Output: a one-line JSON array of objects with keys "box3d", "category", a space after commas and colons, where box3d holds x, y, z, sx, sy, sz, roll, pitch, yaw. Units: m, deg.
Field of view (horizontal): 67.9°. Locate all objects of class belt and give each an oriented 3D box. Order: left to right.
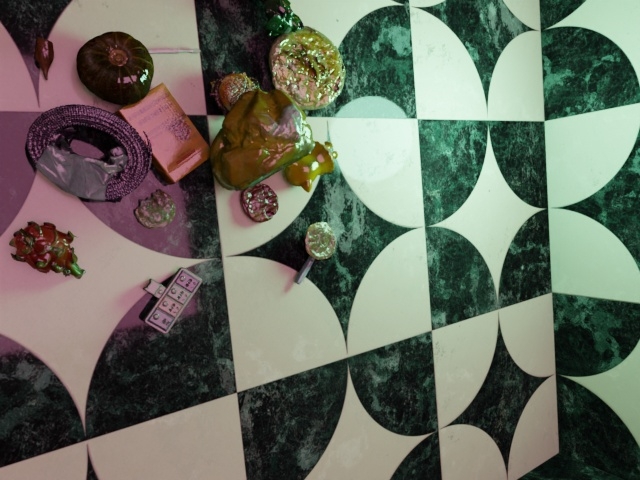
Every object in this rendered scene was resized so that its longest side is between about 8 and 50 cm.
[{"box3d": [-0.663, -0.255, 1.376, 0.325, 0.122, 0.260, 20, 96, -25], "category": "belt"}]

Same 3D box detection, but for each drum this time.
[{"box3d": [-0.037, 0.044, 1.859, 0.253, 0.049, 0.130, -45, 114, -24], "category": "drum"}]

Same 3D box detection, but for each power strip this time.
[{"box3d": [-0.509, 0.180, 1.562, 0.145, 0.061, 0.215, 39, 71, -21], "category": "power strip"}]

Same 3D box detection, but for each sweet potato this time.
[{"box3d": [-0.786, -0.518, 1.357, 0.050, 0.049, 0.116, -4, 101, -33], "category": "sweet potato"}]

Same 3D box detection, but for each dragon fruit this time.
[{"box3d": [-0.758, 0.031, 1.357, 0.236, 0.135, 0.137, 38, 72, -50], "category": "dragon fruit"}]

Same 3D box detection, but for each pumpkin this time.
[{"box3d": [-0.605, -0.511, 1.416, 0.219, 0.162, 0.218, 3, 77, -11], "category": "pumpkin"}]

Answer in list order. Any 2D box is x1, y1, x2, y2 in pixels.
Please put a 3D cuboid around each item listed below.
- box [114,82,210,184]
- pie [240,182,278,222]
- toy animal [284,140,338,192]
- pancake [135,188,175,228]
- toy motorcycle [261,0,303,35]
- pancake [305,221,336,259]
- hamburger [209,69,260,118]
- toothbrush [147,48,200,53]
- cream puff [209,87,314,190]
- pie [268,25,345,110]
[{"box3d": [-0.499, -0.340, 1.532, 0.174, 0.076, 0.274, -43, 113, -22], "category": "box"}, {"box3d": [-0.223, -0.139, 1.742, 0.154, 0.038, 0.153, 1, 88, -32], "category": "pie"}, {"box3d": [-0.028, -0.294, 1.802, 0.230, 0.156, 0.156, -43, 113, -28], "category": "toy animal"}, {"box3d": [-0.535, -0.097, 1.549, 0.130, 0.023, 0.116, -38, 113, -26], "category": "pancake"}, {"box3d": [-0.180, -0.835, 1.673, 0.274, 0.125, 0.187, 45, 43, -13], "category": "toy motorcycle"}, {"box3d": [0.001, 0.000, 1.837, 0.152, 0.025, 0.151, -1, 91, -33], "category": "pancake"}, {"box3d": [-0.285, -0.510, 1.653, 0.190, 0.093, 0.164, -42, 112, -27], "category": "hamburger"}, {"box3d": [-0.490, -0.622, 1.561, 0.195, 0.017, 0.014, -15, 101, -32], "category": "toothbrush"}, {"box3d": [-0.210, -0.342, 1.560, 0.378, 0.378, 0.275, -35, 99, -27], "category": "cream puff"}, {"box3d": [-0.045, -0.658, 1.811, 0.340, 0.077, 0.338, 0, 91, -30], "category": "pie"}]
